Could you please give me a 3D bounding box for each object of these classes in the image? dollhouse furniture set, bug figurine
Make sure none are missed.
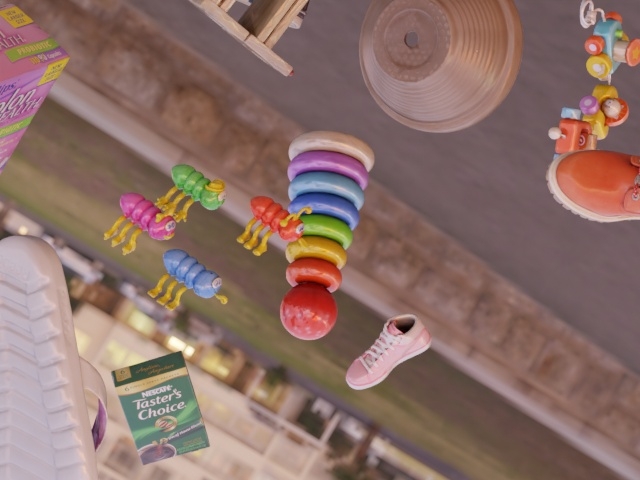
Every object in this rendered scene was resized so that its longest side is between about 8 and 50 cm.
[{"bbox_3d":[-0.072,-0.275,1.530,0.129,0.129,0.183,37,-179,-34],"label":"dollhouse furniture set"},{"bbox_3d":[-0.150,-0.018,1.961,0.216,0.072,0.279,32,-143,18],"label":"bug figurine"}]

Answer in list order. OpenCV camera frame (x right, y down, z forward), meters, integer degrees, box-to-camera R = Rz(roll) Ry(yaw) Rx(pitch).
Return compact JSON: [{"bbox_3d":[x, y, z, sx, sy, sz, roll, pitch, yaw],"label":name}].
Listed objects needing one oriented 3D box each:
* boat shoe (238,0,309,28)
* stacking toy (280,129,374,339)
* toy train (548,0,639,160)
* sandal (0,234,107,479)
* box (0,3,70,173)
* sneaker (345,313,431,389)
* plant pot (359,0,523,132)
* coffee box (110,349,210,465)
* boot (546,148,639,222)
[{"bbox_3d":[-0.107,-0.362,2.033,0.206,0.065,0.075,27,178,-10],"label":"boat shoe"},{"bbox_3d":[0.000,0.000,2.349,0.141,0.330,0.141,7,159,2],"label":"stacking toy"},{"bbox_3d":[0.277,-0.151,1.472,0.046,0.166,0.125,13,-176,29],"label":"toy train"},{"bbox_3d":[-0.312,0.197,1.781,0.169,0.416,0.102,5,-168,38],"label":"sandal"},{"bbox_3d":[-0.491,-0.178,2.026,0.117,0.243,0.213,42,-149,7],"label":"box"},{"bbox_3d":[0.087,0.146,2.040,0.051,0.134,0.070,54,172,39],"label":"sneaker"},{"bbox_3d":[0.143,-0.266,2.001,0.237,0.237,0.110,28,-166,26],"label":"plant pot"},{"bbox_3d":[-0.238,0.253,2.231,0.040,0.113,0.184,-111,9,-49],"label":"coffee box"},{"bbox_3d":[0.259,-0.046,1.159,0.158,0.059,0.084,10,165,-8],"label":"boot"}]
